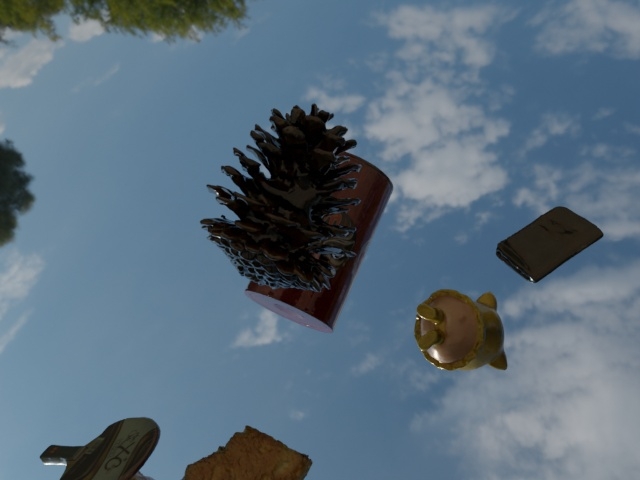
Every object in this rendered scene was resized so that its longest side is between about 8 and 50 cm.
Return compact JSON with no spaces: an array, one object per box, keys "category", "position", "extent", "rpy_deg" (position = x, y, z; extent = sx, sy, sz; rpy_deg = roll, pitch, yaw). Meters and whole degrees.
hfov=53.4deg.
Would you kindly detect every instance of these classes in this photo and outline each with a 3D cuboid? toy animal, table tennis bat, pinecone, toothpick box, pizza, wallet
[{"category":"toy animal","position":[0.252,0.162,1.148],"extent":[0.156,0.229,0.156],"rpy_deg":[-8,-103,42]},{"category":"table tennis bat","position":[-0.378,0.360,1.058],"extent":[0.301,0.022,0.173],"rpy_deg":[-12,-154,40]},{"category":"pinecone","position":[-0.045,-0.069,0.961],"extent":[0.246,0.246,0.292],"rpy_deg":[17,-92,41]},{"category":"toothpick box","position":[0.000,0.000,1.327],"extent":[0.204,0.204,0.333],"rpy_deg":[12,-110,38]},{"category":"pizza","position":[-0.124,0.360,0.929],"extent":[0.271,0.134,0.056],"rpy_deg":[-25,173,-41]},{"category":"wallet","position":[0.325,0.002,0.905],"extent":[0.156,0.018,0.082],"rpy_deg":[-29,-128,-26]}]

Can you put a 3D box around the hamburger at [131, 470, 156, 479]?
[{"category":"hamburger","position":[-0.401,0.565,1.164],"extent":[0.284,0.174,0.305],"rpy_deg":[29,-99,45]}]
